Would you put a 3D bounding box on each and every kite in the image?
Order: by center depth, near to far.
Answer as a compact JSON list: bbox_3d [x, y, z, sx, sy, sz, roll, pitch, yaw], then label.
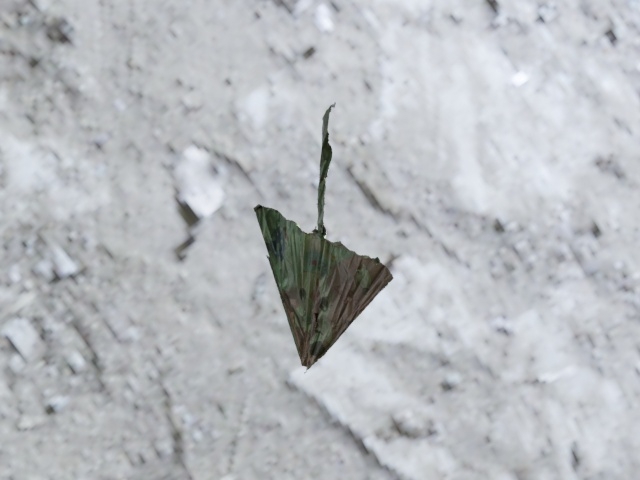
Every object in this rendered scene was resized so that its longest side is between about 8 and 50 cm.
[{"bbox_3d":[0.000,0.000,0.963,0.011,0.139,0.157,-5,106,-35],"label":"kite"}]
